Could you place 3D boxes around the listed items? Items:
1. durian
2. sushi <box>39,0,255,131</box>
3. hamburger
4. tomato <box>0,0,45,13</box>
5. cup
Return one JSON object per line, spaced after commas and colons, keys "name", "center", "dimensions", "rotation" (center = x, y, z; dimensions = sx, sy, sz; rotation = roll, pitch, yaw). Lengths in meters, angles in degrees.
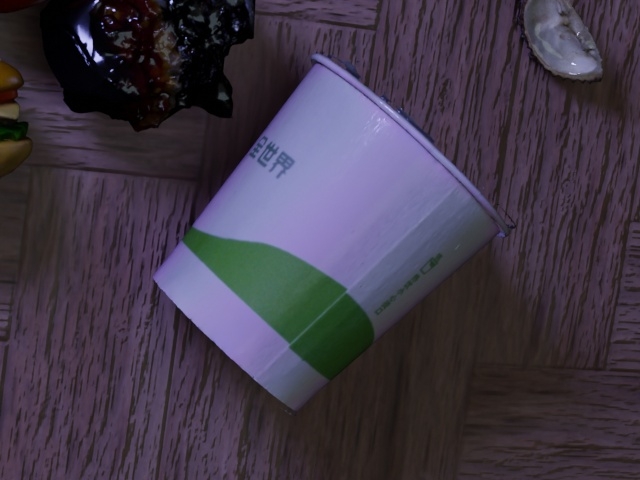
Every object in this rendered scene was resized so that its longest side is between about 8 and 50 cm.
{"name": "durian", "center": [0.239, -0.208, 1.839], "dimensions": [0.052, 0.066, 0.130], "rotation": [-40, 104, -13]}
{"name": "sushi", "center": [-0.166, -0.182, 1.614], "dimensions": [0.150, 0.153, 0.172], "rotation": [-26, 131, -39]}
{"name": "hamburger", "center": [-0.327, -0.104, 1.559], "dimensions": [0.162, 0.162, 0.115], "rotation": [-4, 97, -23]}
{"name": "tomato", "center": [-0.285, -0.258, 1.579], "dimensions": [0.139, 0.091, 0.159], "rotation": [-27, 74, -20]}
{"name": "cup", "center": [0.000, 0.000, 1.683], "dimensions": [0.274, 0.253, 0.253], "rotation": [-47, 115, -2]}
